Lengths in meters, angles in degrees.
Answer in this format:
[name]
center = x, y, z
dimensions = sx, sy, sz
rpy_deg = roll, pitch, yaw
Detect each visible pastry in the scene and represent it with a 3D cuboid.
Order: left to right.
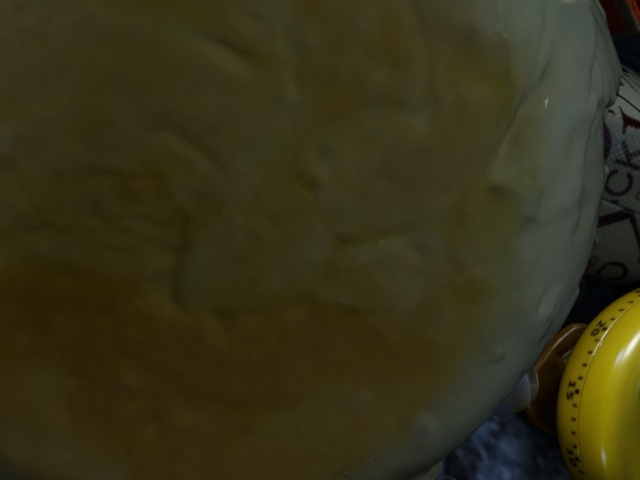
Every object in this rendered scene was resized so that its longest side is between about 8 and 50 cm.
[pastry]
center = -0.031, -0.032, 0.585
dimensions = 0.265, 0.265, 0.133
rpy_deg = 35, 22, -9

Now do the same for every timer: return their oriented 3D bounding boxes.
[timer]
center = 0.150, 0.071, 0.752
dimensions = 0.107, 0.109, 0.107
rpy_deg = -3, 97, -30

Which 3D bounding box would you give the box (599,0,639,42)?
[box]
center = 0.052, -0.252, 0.875
dimensions = 0.197, 0.089, 0.313
rpy_deg = -91, 157, -43

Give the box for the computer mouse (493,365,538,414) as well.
[computer mouse]
center = 0.001, -0.002, 0.714
dimensions = 0.199, 0.102, 0.045
rpy_deg = 35, 79, -8

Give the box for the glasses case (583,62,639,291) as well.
[glasses case]
center = 0.086, -0.046, 0.807
dimensions = 0.354, 0.085, 0.137
rpy_deg = 21, 15, -27
